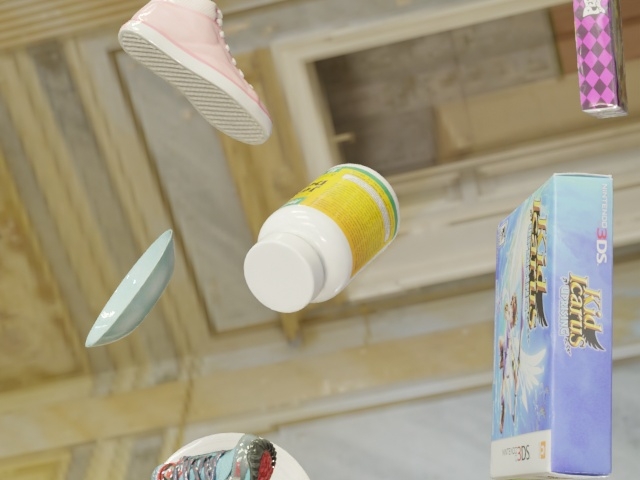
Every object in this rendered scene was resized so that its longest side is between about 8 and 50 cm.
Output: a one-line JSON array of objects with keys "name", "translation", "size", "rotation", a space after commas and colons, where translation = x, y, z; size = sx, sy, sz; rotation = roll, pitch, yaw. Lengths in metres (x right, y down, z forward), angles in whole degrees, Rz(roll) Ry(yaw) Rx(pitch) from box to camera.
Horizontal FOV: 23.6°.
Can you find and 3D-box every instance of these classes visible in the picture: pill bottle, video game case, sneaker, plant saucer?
[{"name": "pill bottle", "translation": [0.000, 0.000, 1.743], "size": [0.208, 0.117, 0.118], "rotation": [-41, -58, -53]}, {"name": "video game case", "translation": [0.287, -0.245, 1.583], "size": [0.210, 0.041, 0.232], "rotation": [-8, -86, -75]}, {"name": "video game case", "translation": [0.216, 0.092, 1.456], "size": [0.244, 0.061, 0.270], "rotation": [123, 150, -78]}, {"name": "sneaker", "translation": [-0.078, -0.135, 1.135], "size": [0.134, 0.051, 0.070], "rotation": [38, -122, -8]}, {"name": "sneaker", "translation": [-0.141, 0.301, 1.787], "size": [0.262, 0.125, 0.104], "rotation": [-59, 3, 45]}, {"name": "plant saucer", "translation": [-0.245, 0.073, 2.058], "size": [0.037, 0.195, 0.195], "rotation": [37, -157, -13]}]

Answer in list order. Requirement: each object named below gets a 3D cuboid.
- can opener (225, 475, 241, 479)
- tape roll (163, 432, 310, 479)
[{"name": "can opener", "translation": [-0.042, 0.259, 1.496], "size": [0.059, 0.186, 0.073], "rotation": [3, -107, -66]}, {"name": "tape roll", "translation": [-0.125, 0.401, 2.129], "size": [0.169, 0.246, 0.246], "rotation": [104, 158, -72]}]
